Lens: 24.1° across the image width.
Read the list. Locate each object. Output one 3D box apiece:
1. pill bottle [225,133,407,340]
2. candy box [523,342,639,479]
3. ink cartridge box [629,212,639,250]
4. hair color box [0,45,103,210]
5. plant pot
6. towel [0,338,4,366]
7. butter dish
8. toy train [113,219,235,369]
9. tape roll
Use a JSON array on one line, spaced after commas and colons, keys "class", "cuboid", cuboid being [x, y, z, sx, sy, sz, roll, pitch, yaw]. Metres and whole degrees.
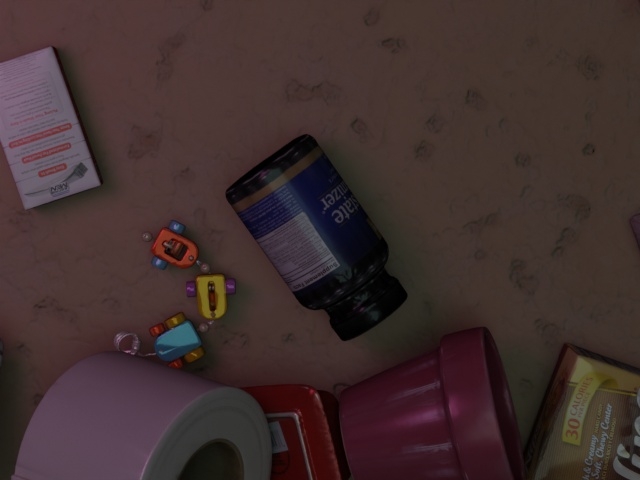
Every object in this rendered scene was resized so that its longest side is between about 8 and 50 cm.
[{"class": "pill bottle", "cuboid": [0.000, 0.000, 1.702, 0.123, 0.123, 0.219, -35, 97, 1]}, {"class": "candy box", "cuboid": [0.408, 0.261, 1.767, 0.316, 0.087, 0.183, 19, 95, -5]}, {"class": "ink cartridge box", "cuboid": [0.435, 0.021, 1.760, 0.099, 0.056, 0.135, -22, 97, 0]}, {"class": "hair color box", "cuboid": [-0.319, -0.128, 1.708, 0.093, 0.053, 0.167, -18, 95, -2]}, {"class": "plant pot", "cuboid": [0.124, 0.213, 1.704, 0.180, 0.201, 0.201, -13, 97, 11]}, {"class": "towel", "cuboid": [-0.503, 0.184, 1.627, 0.284, 0.121, 0.235, 20, 68, -30]}, {"class": "butter dish", "cuboid": [-0.021, 0.232, 1.734, 0.160, 0.118, 0.159, -9, 98, 39]}, {"class": "toy train", "cuboid": [-0.169, 0.066, 1.741, 0.125, 0.046, 0.166, 23, 92, -3]}, {"class": "tape roll", "cuboid": [-0.189, 0.257, 1.634, 0.169, 0.246, 0.246, 14, 96, 31]}]
